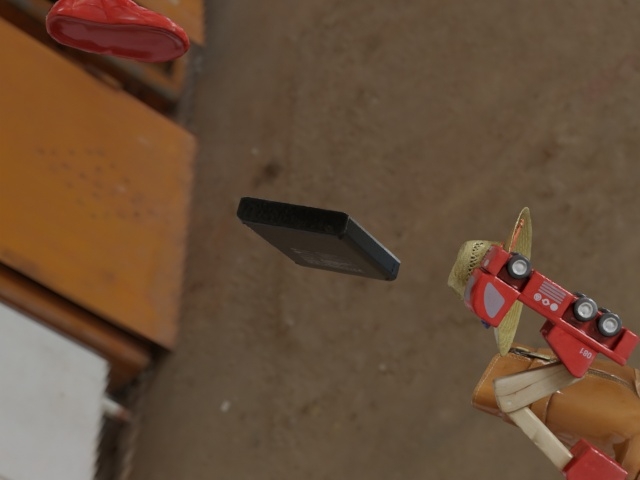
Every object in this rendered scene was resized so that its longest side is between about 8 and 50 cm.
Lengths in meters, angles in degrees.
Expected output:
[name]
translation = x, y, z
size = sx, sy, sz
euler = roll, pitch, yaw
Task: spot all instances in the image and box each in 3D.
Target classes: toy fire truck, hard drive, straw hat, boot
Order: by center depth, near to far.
[hard drive]
translation = 0.000, 0.000, 1.332
size = 0.094, 0.135, 0.022
euler = 10, 78, 23
[toy fire truck]
translation = 0.186, 0.105, 1.339
size = 0.135, 0.192, 0.047
euler = -58, 2, 3
[straw hat]
translation = 0.150, 0.032, 1.509
size = 0.061, 0.144, 0.144
euler = 9, 63, 15
[boot]
translation = 0.262, 0.182, 1.685
size = 0.283, 0.220, 0.109
euler = -47, -27, -63

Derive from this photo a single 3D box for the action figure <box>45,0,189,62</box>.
[action figure]
translation = 0.006, -0.182, 0.579
size = 0.139, 0.091, 0.280
euler = 6, 51, 14
